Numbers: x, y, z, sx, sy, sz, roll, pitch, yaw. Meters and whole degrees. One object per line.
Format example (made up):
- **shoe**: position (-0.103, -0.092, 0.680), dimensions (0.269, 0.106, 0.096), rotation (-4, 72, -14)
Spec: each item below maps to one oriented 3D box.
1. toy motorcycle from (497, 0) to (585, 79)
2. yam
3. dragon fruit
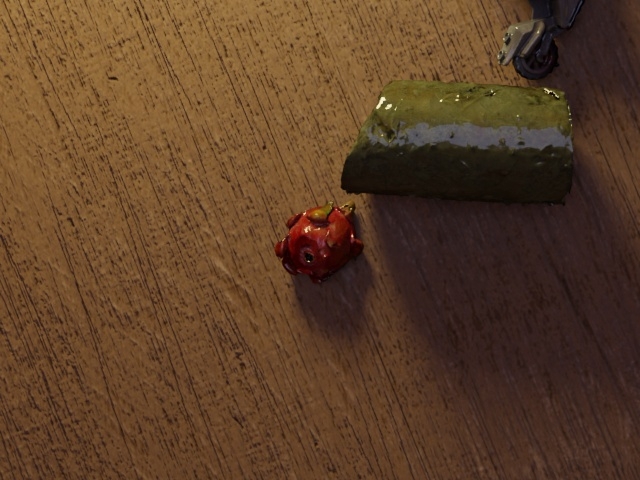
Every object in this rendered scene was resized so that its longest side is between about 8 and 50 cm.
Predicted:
- **toy motorcycle**: position (0.293, -0.329, 1.353), dimensions (0.123, 0.080, 0.215), rotation (13, 101, -16)
- **yam**: position (0.185, -0.132, 1.351), dimensions (0.305, 0.168, 0.167), rotation (5, 92, 10)
- **dragon fruit**: position (-0.003, 0.005, 1.435), dimensions (0.126, 0.068, 0.112), rotation (-17, 89, 12)
